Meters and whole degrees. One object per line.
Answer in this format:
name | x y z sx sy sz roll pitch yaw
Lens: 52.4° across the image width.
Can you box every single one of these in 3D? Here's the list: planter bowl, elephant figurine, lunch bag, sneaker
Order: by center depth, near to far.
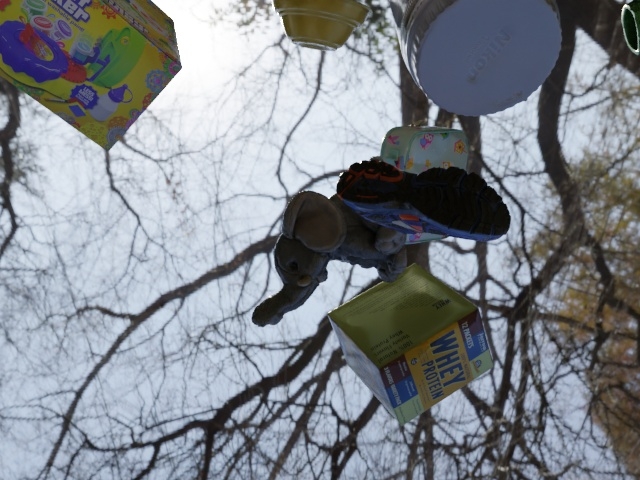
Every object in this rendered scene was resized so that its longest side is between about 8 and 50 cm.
sneaker | 0.131 -0.044 0.815 0.221 0.087 0.083 18 -108 29
elephant figurine | 0.000 0.000 0.982 0.239 0.169 0.186 -8 -142 -9
planter bowl | -0.007 -0.446 1.348 0.217 0.090 0.217 9 -170 -2
lunch bag | 0.228 -0.136 1.514 0.224 0.279 0.108 -7 -160 -35

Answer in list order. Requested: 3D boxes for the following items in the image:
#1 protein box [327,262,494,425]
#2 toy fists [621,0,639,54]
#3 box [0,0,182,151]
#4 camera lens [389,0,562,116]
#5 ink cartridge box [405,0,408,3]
protein box | 0.156 0.175 1.147 0.199 0.136 0.201 -29 -151 -13
toy fists | 0.656 -0.509 1.263 0.142 0.279 0.096 -20 -153 9
box | -0.379 -0.333 0.975 0.177 0.290 0.279 -44 -148 13
camera lens | 0.218 -0.345 0.966 0.219 0.219 0.274 -2 -134 -1
ink cartridge box | 0.113 -0.463 0.817 0.069 0.176 0.371 1 -135 23
